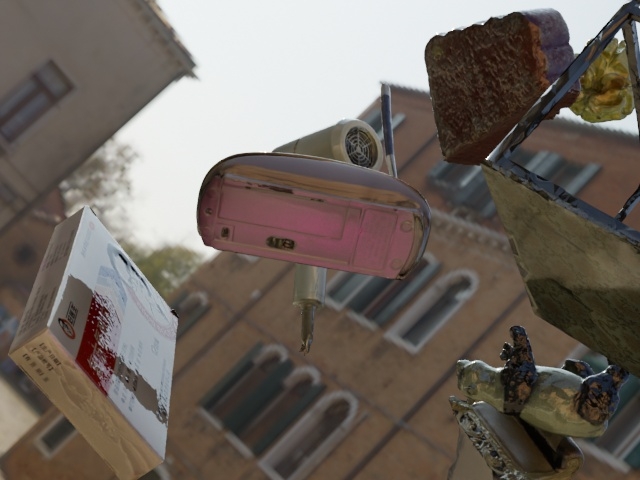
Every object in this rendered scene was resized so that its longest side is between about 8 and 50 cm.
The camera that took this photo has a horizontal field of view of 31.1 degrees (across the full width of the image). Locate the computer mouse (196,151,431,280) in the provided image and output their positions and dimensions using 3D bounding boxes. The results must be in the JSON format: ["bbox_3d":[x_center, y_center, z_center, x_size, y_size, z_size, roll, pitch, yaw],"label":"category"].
[{"bbox_3d":[-0.009,-0.031,1.531,0.072,0.310,0.158,-86,-173,-55],"label":"computer mouse"}]

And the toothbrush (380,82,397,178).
[{"bbox_3d":[0.113,-0.154,1.913,0.024,0.026,0.288,43,35,-43],"label":"toothbrush"}]

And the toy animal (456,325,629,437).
[{"bbox_3d":[0.293,0.195,1.555,0.225,0.121,0.094,16,-26,12],"label":"toy animal"}]

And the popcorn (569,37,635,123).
[{"bbox_3d":[0.451,-0.250,1.820,0.135,0.141,0.162,35,6,-24],"label":"popcorn"}]

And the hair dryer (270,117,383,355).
[{"bbox_3d":[0.000,0.000,1.737,0.107,0.357,0.173,17,-23,-37],"label":"hair dryer"}]

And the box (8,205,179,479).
[{"bbox_3d":[-0.266,0.116,1.422,0.214,0.069,0.353,54,9,-22],"label":"box"}]

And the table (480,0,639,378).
[{"bbox_3d":[0.378,-0.043,1.286,0.222,0.272,0.335,33,-16,34],"label":"table"}]

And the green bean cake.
[{"bbox_3d":[0.256,-0.215,1.610,0.232,0.097,0.199,-12,-88,53],"label":"green bean cake"}]

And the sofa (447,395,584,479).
[{"bbox_3d":[0.287,0.351,1.649,0.200,0.182,0.258,-123,-147,-54],"label":"sofa"}]
